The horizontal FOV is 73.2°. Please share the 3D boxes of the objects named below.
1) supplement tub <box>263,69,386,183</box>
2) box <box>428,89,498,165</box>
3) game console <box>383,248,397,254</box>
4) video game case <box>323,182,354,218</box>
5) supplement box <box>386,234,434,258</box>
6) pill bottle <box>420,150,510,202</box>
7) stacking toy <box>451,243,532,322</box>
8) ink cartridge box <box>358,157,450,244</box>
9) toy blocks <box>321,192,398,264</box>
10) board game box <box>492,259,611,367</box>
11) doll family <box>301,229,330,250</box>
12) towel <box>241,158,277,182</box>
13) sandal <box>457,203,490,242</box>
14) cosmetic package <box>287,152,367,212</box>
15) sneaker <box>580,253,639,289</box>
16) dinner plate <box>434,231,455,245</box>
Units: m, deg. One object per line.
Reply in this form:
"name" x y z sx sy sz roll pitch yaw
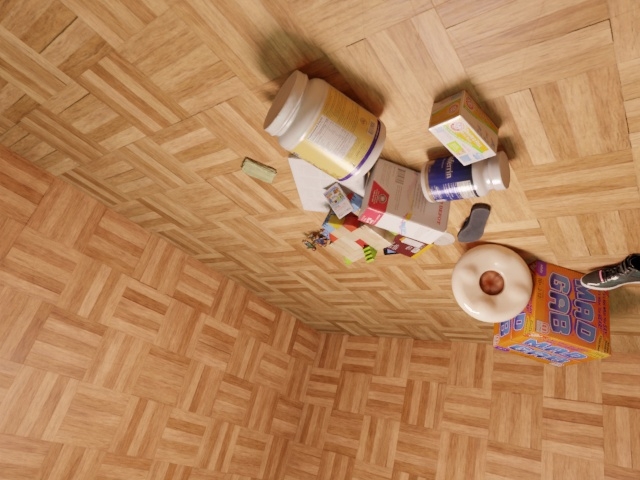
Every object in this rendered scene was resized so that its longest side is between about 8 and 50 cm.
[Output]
"supplement tub" 0.013 -0.353 1.360 0.331 0.241 0.241 27 153 -23
"box" 0.436 -0.337 1.306 0.203 0.103 0.114 32 151 -31
"game console" 0.344 0.016 2.131 0.122 0.107 0.071 -8 174 42
"video game case" 0.070 -0.154 1.685 0.087 0.011 0.122 -33 90 45
"supplement box" 0.385 -0.034 1.930 0.194 0.129 0.191 20 155 -8
"pill bottle" 0.490 -0.218 1.464 0.265 0.153 0.153 -5 148 36
"stacking toy" 0.783 0.218 2.115 0.350 0.350 0.480 12 173 7
"ink cartridge box" 0.320 -0.145 1.628 0.306 0.226 0.131 20 155 -7
"toy blocks" 0.131 -0.051 1.818 0.261 0.191 0.381 35 149 -15
"board game box" 1.089 0.360 2.061 0.356 0.356 0.356 17 154 -1
"doll family" 0.000 0.000 2.293 0.193 0.076 0.111 -14 137 42
"towel" -0.269 -0.301 1.881 0.148 0.027 0.110 21 155 -12
"sandal" 0.646 -0.072 1.805 0.097 0.054 0.254 8 145 0
"cosmetic package" 0.047 -0.238 1.744 0.284 0.097 0.377 11 155 13
"sneaker" 1.245 0.126 1.801 0.296 0.104 0.147 -13 141 36
"dinner plate" 0.558 -0.006 2.022 0.141 0.017 0.141 14 156 6
